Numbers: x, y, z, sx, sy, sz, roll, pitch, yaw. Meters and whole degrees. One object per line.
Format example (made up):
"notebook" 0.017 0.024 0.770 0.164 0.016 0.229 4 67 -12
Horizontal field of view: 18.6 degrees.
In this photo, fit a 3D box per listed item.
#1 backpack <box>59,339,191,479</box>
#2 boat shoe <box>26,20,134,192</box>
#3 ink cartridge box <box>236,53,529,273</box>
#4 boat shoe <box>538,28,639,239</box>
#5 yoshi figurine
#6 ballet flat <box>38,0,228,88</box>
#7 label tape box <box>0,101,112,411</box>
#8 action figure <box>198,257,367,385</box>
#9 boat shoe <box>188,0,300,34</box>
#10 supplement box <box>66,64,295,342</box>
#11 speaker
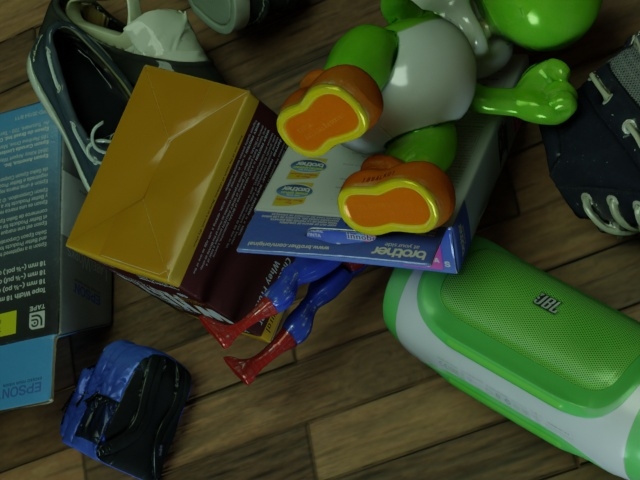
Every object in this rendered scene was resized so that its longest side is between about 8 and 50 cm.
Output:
"backpack" -0.192 0.157 1.895 0.101 0.098 0.120 21 82 38
"boat shoe" -0.203 -0.108 1.957 0.095 0.079 0.254 -28 86 -23
"ink cartridge box" 0.063 -0.065 1.756 0.185 0.065 0.311 5 39 20
"boat shoe" 0.303 -0.028 1.675 0.158 0.127 0.341 -35 44 20
"yoshi figurine" 0.129 -0.171 1.689 0.203 0.204 0.362 23 45 15
"ballet flat" -0.193 -0.202 2.030 0.280 0.095 0.096 23 112 34
"label tape box" -0.342 0.042 2.020 0.240 0.106 0.334 -12 65 24
"action figure" 0.000 0.000 1.837 0.280 0.091 0.139 -36 42 -10
"boat shoe" -0.127 -0.318 2.057 0.091 0.114 0.302 -17 51 -27
"supplement box" -0.106 -0.032 1.862 0.129 0.194 0.191 17 79 33
"speaker" 0.196 0.097 1.681 0.296 0.131 0.131 29 87 35
